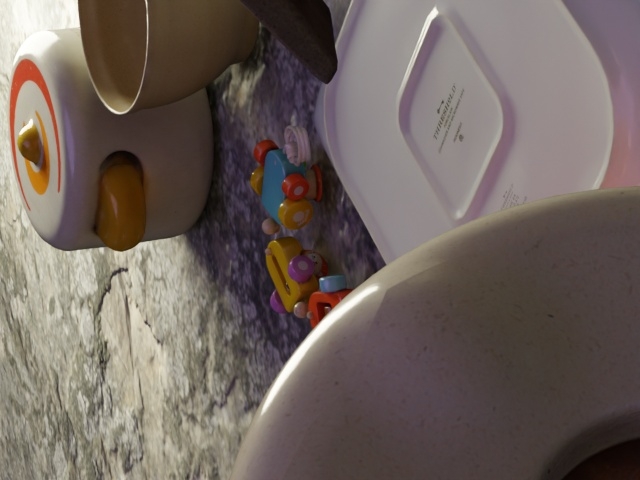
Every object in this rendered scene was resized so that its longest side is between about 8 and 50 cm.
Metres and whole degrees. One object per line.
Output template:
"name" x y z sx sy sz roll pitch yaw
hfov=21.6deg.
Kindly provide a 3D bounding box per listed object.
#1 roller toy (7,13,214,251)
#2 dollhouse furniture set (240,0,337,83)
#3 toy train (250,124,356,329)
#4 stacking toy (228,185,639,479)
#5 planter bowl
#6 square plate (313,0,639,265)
"roller toy" -0.190 -0.087 1.449 0.191 0.146 0.209 -20 80 64
"dollhouse furniture set" 0.079 -0.187 0.519 0.262 0.135 0.259 -36 28 18
"toy train" 0.000 0.000 1.204 0.125 0.046 0.166 -12 89 63
"stacking toy" 0.150 0.242 0.766 0.480 0.350 0.351 83 162 -49
"planter bowl" -0.114 -0.184 1.310 0.162 0.109 0.162 29 123 59
"square plate" 0.095 -0.076 0.979 0.344 0.049 0.347 64 149 35
